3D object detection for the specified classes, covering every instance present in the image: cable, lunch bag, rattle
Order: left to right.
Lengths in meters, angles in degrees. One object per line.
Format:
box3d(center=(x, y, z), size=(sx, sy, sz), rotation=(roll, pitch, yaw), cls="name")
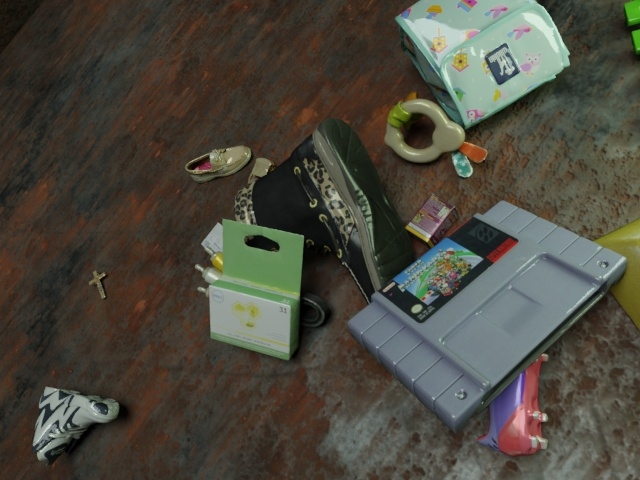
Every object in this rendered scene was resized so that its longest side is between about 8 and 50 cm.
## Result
box3d(center=(-0.127, 0.122, 0.977), size=(0.287, 0.072, 0.139), rotation=(25, 117, 23), cls="cable")
box3d(center=(0.237, -0.212, 0.980), size=(0.200, 0.143, 0.130), rotation=(19, 110, 16), cls="rattle")
box3d(center=(0.302, -0.365, 0.942), size=(0.223, 0.160, 0.262), rotation=(-31, 69, 8), cls="lunch bag")

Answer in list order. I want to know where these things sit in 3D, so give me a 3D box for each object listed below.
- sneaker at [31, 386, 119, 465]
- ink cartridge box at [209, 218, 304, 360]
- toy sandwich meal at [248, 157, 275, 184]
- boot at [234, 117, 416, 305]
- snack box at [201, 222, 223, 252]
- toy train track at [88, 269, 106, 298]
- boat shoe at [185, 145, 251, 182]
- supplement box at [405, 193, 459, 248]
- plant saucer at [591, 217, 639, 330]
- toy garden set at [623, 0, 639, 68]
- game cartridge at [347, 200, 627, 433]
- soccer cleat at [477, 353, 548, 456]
box3d(center=(-0.531, 0.405, 1.054), size=(0.235, 0.094, 0.153), rotation=(1, 70, 27), cls="sneaker")
box3d(center=(-0.120, 0.092, 0.913), size=(0.171, 0.056, 0.235), rotation=(12, 116, 18), cls="ink cartridge box")
box3d(center=(-0.136, -0.149, 1.138), size=(0.086, 0.029, 0.085), rotation=(-10, 64, 22), cls="toy sandwich meal")
box3d(center=(0.000, 0.000, 0.931), size=(0.284, 0.138, 0.377), rotation=(-24, 90, 37), cls="boot")
box3d(center=(-0.193, 0.032, 1.091), size=(0.178, 0.022, 0.064), rotation=(39, 90, 34), cls="snack box")
box3d(center=(-0.552, 0.112, 1.242), size=(0.048, 0.014, 0.083), rotation=(-33, 63, 2), cls="toy train track")
box3d(center=(-0.250, -0.189, 1.195), size=(0.170, 0.059, 0.063), rotation=(-21, 61, 17), cls="boat shoe")
box3d(center=(0.205, -0.034, 0.909), size=(0.055, 0.043, 0.083), rotation=(39, 89, 35), cls="supplement box")
box3d(center=(0.598, 0.052, 0.654), size=(0.333, 0.081, 0.332), rotation=(-30, 59, 12), cls="plant saucer")
box3d(center=(0.641, -0.319, 0.817), size=(0.204, 0.049, 0.244), rotation=(-9, 64, 25), cls="toy garden set")
box3d(center=(0.239, 0.084, 0.739), size=(0.355, 0.068, 0.230), rotation=(-36, 48, -17), cls="game cartridge")
box3d(center=(0.290, 0.193, 0.749), size=(0.095, 0.083, 0.247), rotation=(-8, 63, 39), cls="soccer cleat")
